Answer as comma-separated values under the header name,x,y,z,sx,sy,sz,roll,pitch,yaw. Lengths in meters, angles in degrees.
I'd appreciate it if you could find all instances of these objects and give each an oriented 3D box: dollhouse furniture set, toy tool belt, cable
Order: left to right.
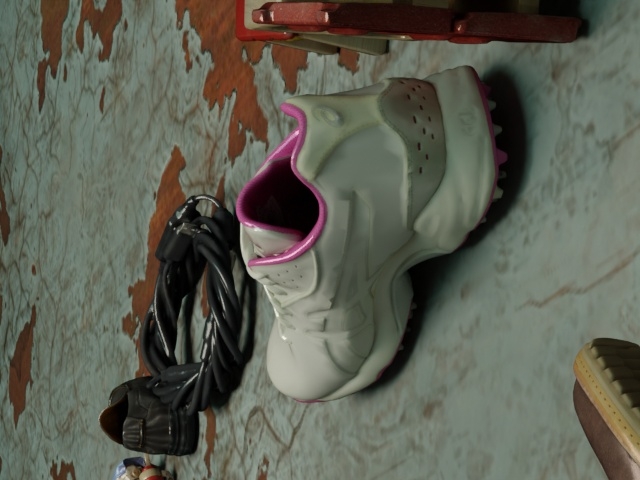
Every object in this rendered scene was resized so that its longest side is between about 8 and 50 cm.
name,x,y,z,sx,sy,sz,roll,pitch,yaw
toy tool belt,-0.160,0.206,1.702,0.083,0.052,0.051,-59,42,45
cable,-0.099,0.064,1.583,0.184,0.047,0.150,-63,38,42
dollhouse furniture set,0.011,-0.216,1.177,0.374,0.152,0.201,-168,81,-68

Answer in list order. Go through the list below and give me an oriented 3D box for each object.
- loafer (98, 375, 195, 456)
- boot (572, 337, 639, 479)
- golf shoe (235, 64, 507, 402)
name,x,y,z,sx,sy,sz,roll,pitch,yaw
loafer,-0.159,0.148,1.689,0.170,0.061,0.062,180,90,-69
boot,0.145,0.186,0.872,0.207,0.090,0.248,-63,39,26
golf shoe,0.000,0.000,1.211,0.306,0.140,0.115,117,146,-49
